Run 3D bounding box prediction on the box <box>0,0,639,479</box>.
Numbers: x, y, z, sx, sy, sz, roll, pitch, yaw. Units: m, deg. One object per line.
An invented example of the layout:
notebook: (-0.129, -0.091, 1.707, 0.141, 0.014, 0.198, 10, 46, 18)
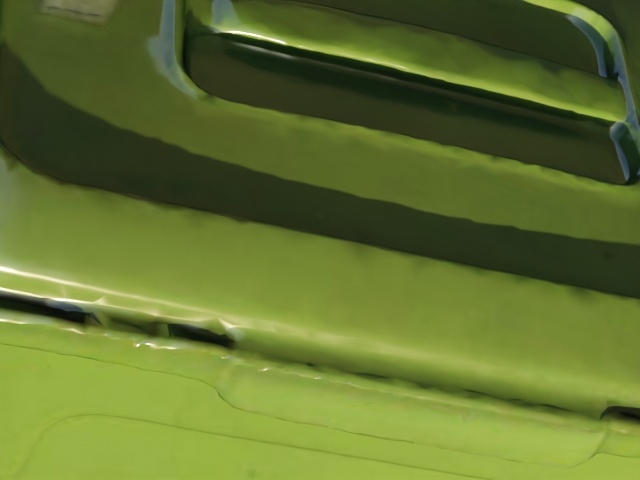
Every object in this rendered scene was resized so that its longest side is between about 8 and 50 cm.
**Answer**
box: (0.000, 0.000, 0.646, 0.252, 0.329, 0.178, -92, 20, -45)
